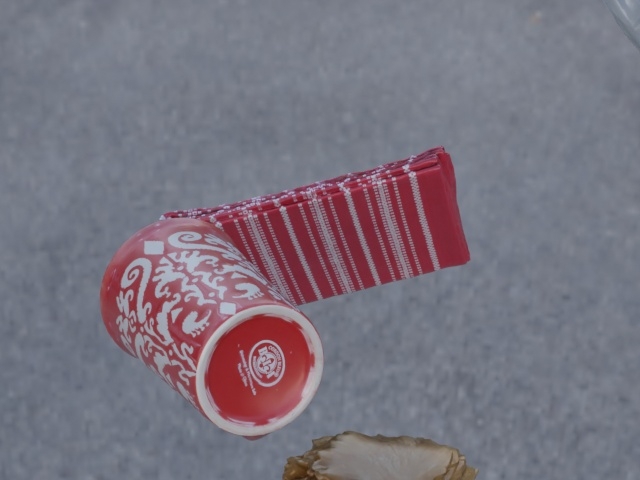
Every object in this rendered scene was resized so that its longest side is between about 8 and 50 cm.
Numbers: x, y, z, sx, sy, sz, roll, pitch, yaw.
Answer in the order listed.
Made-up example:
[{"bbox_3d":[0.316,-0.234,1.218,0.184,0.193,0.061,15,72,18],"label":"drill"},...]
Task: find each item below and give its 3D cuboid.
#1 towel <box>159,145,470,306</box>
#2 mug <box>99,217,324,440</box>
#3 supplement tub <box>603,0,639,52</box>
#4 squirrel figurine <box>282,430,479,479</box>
[{"bbox_3d":[0.000,0.000,1.514,0.274,0.199,0.031,-14,59,6],"label":"towel"},{"bbox_3d":[-0.059,0.069,1.115,0.113,0.150,0.169,-54,29,-2],"label":"mug"},{"bbox_3d":[0.262,-0.194,0.651,0.193,0.316,0.194,13,59,-23],"label":"supplement tub"},{"bbox_3d":[0.011,0.350,1.146,0.281,0.371,0.397,6,26,4],"label":"squirrel figurine"}]
